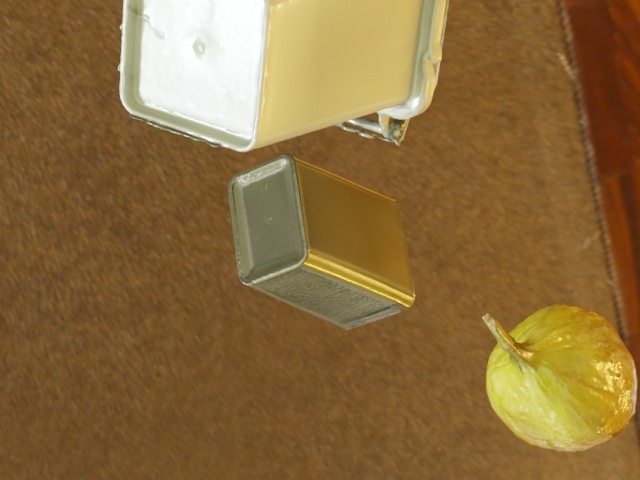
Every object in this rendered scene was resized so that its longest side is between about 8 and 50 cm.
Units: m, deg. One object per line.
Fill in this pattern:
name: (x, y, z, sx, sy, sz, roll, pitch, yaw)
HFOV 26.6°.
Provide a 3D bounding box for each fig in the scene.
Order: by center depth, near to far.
fig: (0.230, 0.126, 1.407, 0.159, 0.159, 0.257, -53, 139, 2)

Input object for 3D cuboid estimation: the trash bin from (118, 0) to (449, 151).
trash bin: (-0.037, -0.221, 1.466, 0.367, 0.255, 0.296, -33, 137, -52)

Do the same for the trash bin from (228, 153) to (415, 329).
trash bin: (0.000, 0.000, 1.726, 0.122, 0.164, 0.240, -21, 154, 28)
